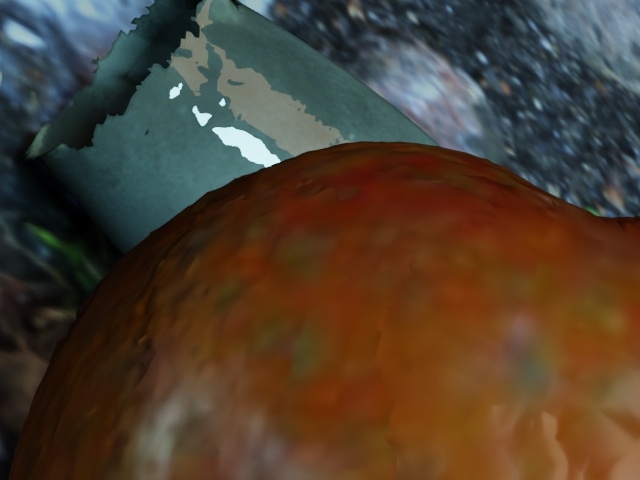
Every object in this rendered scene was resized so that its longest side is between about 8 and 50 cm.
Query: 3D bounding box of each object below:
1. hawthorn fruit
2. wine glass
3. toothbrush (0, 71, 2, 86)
[{"bbox_3d":[0.032,0.134,0.482,0.276,0.276,0.307,36,51,-21],"label":"hawthorn fruit"},{"bbox_3d":[0.000,0.000,0.688,0.204,0.111,0.111,42,34,-18],"label":"wine glass"},{"bbox_3d":[-0.160,0.006,0.570,0.021,0.027,0.269,16,32,12],"label":"toothbrush"}]
